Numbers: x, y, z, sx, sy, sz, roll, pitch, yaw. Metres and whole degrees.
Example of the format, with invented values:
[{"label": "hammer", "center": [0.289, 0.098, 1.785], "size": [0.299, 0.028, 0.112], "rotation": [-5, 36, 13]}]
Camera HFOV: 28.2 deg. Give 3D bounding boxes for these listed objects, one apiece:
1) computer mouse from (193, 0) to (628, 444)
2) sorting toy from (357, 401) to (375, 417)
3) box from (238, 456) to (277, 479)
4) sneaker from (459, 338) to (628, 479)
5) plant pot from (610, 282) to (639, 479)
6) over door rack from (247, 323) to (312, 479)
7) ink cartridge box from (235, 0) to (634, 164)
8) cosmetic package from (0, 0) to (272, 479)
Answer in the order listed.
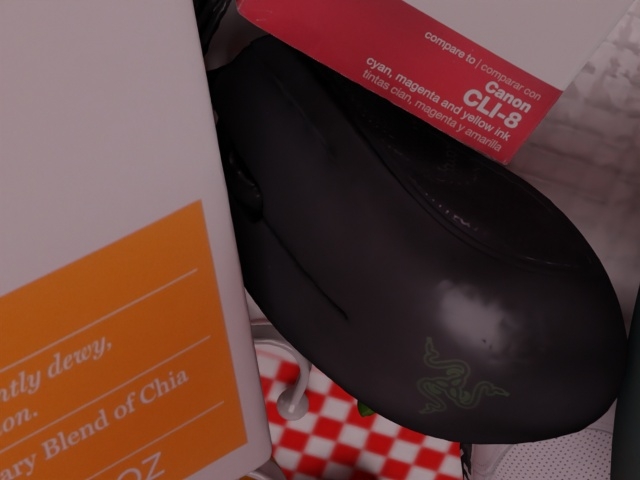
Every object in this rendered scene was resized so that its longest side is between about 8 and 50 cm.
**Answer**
[{"label": "computer mouse", "center": [0.000, 0.000, 0.543], "size": [0.272, 0.072, 0.188], "rotation": [35, 130, 22]}, {"label": "sorting toy", "center": [0.051, 0.047, 0.660], "size": [0.102, 0.061, 0.042], "rotation": [-33, 85, -13]}, {"label": "box", "center": [-0.091, 0.174, 0.741], "size": [0.136, 0.081, 0.028], "rotation": [-23, 118, 20]}, {"label": "sneaker", "center": [0.156, 0.233, 0.676], "size": [0.137, 0.210, 0.366], "rotation": [-8, 121, 11]}, {"label": "plant pot", "center": [0.252, 0.100, 0.513], "size": [0.293, 0.293, 0.235], "rotation": [11, 115, -1]}, {"label": "over door rack", "center": [-0.174, 0.142, 0.638], "size": [0.324, 0.239, 0.108], "rotation": [-1, 119, 8]}, {"label": "ink cartridge box", "center": [0.069, -0.151, 0.487], "size": [0.127, 0.128, 0.176], "rotation": [28, 122, -12]}, {"label": "cosmetic package", "center": [-0.176, -0.075, 0.443], "size": [0.230, 0.161, 0.453], "rotation": [-28, 127, -28]}]
